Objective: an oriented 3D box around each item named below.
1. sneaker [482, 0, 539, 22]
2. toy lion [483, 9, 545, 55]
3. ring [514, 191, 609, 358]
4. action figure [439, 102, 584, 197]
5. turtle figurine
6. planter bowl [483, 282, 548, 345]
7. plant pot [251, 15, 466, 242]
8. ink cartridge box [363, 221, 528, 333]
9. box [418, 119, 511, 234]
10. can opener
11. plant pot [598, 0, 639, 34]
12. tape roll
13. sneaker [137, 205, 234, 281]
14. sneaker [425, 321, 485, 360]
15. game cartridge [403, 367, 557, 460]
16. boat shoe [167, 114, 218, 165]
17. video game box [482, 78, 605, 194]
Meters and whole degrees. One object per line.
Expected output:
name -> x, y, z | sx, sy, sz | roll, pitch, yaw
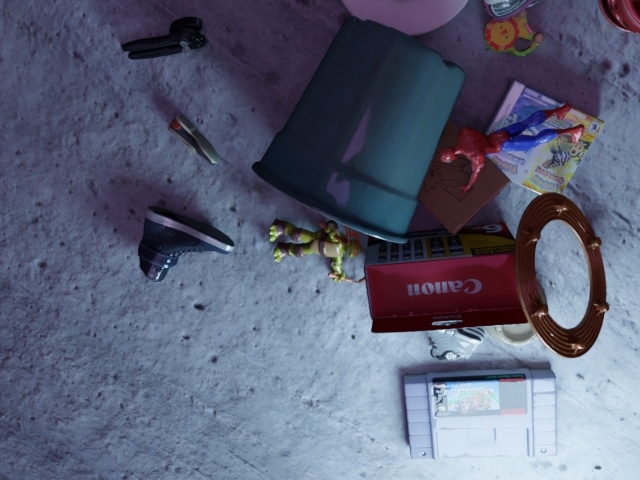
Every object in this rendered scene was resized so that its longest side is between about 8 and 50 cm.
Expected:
sneaker -> 0.427, -0.524, 1.093 | 0.299, 0.112, 0.121 | -29, 65, 1
toy lion -> 0.381, -0.410, 1.175 | 0.096, 0.034, 0.100 | -36, 101, 24
ring -> 0.496, 0.066, 1.177 | 0.032, 0.336, 0.336 | -12, 110, 51
action figure -> 0.353, -0.176, 1.153 | 0.280, 0.139, 0.091 | -13, 64, -13
turtle figurine -> 0.000, 0.000, 1.309 | 0.217, 0.087, 0.269 | 7, 149, 14
planter bowl -> 0.434, 0.168, 1.314 | 0.162, 0.109, 0.162 | 2, 109, 7
plant pot -> 0.092, -0.218, 1.136 | 0.341, 0.341, 0.334 | 27, 101, -1
ink cartridge box -> 0.252, 0.072, 1.221 | 0.309, 0.272, 0.130 | -6, 107, 9
box -> 0.270, -0.137, 1.241 | 0.164, 0.021, 0.201 | -46, 74, 20
can opener -> -0.333, -0.420, 1.261 | 0.186, 0.073, 0.059 | -12, 145, 15
plant pot -> 0.608, -0.460, 1.049 | 0.191, 0.174, 0.191 | 2, 108, 8
tape roll -> 0.165, -0.536, 1.124 | 0.286, 0.100, 0.286 | 2, 108, 7
sneaker -> -0.320, 0.033, 1.376 | 0.226, 0.086, 0.163 | 20, 99, 11
sneaker -> 0.254, 0.215, 1.371 | 0.228, 0.086, 0.132 | 25, 132, 15
game cartridge -> 0.387, 0.424, 1.433 | 0.355, 0.068, 0.230 | -5, 111, 9
boat shoe -> -0.284, -0.218, 1.317 | 0.043, 0.049, 0.137 | -40, 96, 21
video game box -> 0.443, -0.207, 1.223 | 0.205, 0.048, 0.187 | 24, 112, 0
